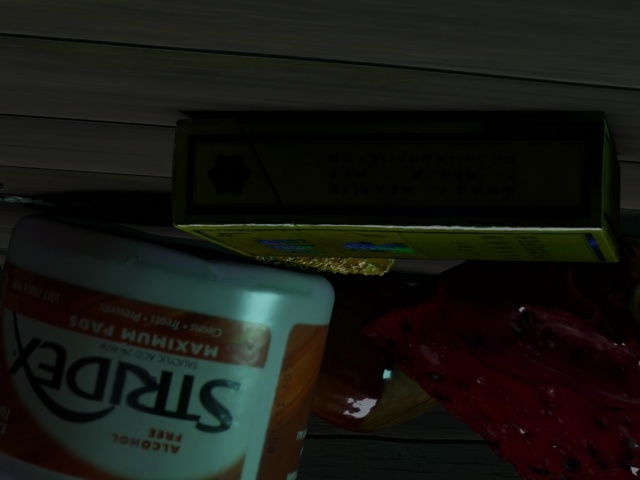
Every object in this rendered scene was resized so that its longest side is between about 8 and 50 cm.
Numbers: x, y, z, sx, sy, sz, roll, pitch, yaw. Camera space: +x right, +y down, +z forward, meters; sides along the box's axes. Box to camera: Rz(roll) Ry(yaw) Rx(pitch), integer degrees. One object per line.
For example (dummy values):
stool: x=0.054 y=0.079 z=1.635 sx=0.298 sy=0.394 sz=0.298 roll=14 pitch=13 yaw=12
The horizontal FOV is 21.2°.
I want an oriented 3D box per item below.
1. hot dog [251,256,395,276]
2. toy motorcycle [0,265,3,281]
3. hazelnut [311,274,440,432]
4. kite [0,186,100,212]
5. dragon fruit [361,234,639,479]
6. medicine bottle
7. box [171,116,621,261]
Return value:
hot dog: x=0.000 y=0.000 z=1.250 sx=0.071 sy=0.045 sz=0.165 roll=-2 pitch=172 yaw=28
toy motorcycle: x=-0.360 y=0.061 z=1.657 sx=0.076 sy=0.114 sz=0.205 roll=0 pitch=173 yaw=16
hazelnut: x=0.041 y=0.110 z=1.816 sx=0.181 sy=0.181 sz=0.212 roll=-32 pitch=161 yaw=22
kite: x=-0.238 y=-0.030 z=1.241 sx=0.156 sy=0.011 sz=0.139 roll=4 pitch=176 yaw=-14
dragon fruit: x=0.244 y=0.111 z=1.331 sx=0.302 sy=0.240 sz=0.330 roll=-15 pitch=-171 yaw=-22
medicine bottle: x=-0.132 y=0.117 z=1.304 sx=0.252 sy=0.241 sz=0.252 roll=11 pitch=-177 yaw=-1
box: x=0.045 y=-0.025 z=0.905 sx=0.220 sy=0.064 sz=0.141 roll=-1 pitch=174 yaw=14
